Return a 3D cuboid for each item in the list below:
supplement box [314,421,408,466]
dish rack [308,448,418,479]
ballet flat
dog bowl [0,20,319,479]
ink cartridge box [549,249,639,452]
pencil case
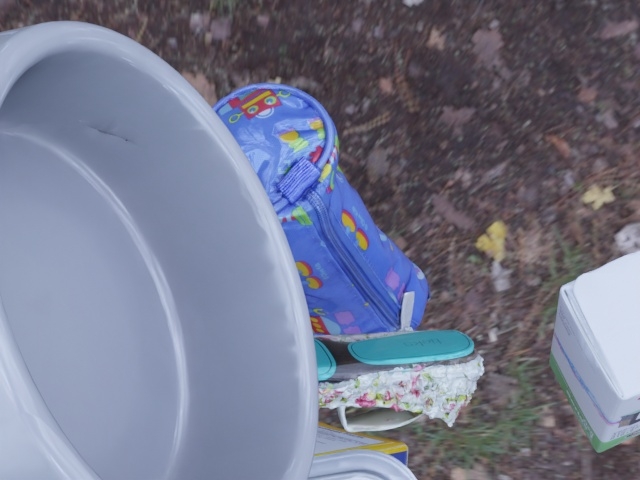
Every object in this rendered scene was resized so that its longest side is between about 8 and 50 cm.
[{"bbox_3d":[-0.079,0.353,1.731,0.357,0.194,0.195,-1,96,-46],"label":"supplement box"},{"bbox_3d":[-0.065,0.324,1.047,0.333,0.072,0.285,-11,81,3],"label":"dish rack"},{"bbox_3d":[0.009,0.112,1.034,0.241,0.091,0.077,2,113,-11],"label":"ballet flat"},{"bbox_3d":[-0.121,0.038,0.754,0.102,0.349,0.348,-21,83,26],"label":"dog bowl"},{"bbox_3d":[0.332,0.088,1.275,0.201,0.278,0.117,-24,71,-1],"label":"ink cartridge box"},{"bbox_3d":[0.000,0.000,1.133,0.133,0.306,0.119,32,77,33],"label":"pencil case"}]
